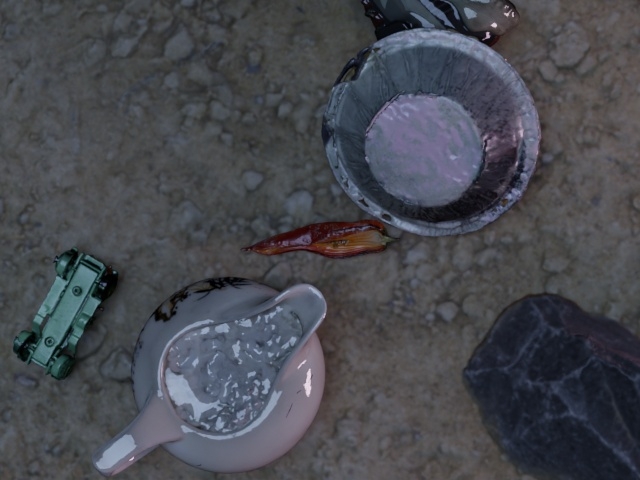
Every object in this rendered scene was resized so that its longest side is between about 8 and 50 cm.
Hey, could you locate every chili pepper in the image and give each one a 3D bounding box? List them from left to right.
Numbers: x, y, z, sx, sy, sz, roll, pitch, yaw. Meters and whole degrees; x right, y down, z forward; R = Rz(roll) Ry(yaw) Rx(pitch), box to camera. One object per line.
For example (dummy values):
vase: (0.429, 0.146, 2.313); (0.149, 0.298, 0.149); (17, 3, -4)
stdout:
chili pepper: (0.000, 0.000, 1.555); (0.178, 0.045, 0.027); (-8, 47, 10)

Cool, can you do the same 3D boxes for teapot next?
teapot: (-0.115, 0.158, 1.511); (0.299, 0.166, 0.208); (-40, 94, -5)

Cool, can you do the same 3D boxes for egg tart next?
egg tart: (0.115, -0.106, 1.481); (0.234, 0.094, 0.234); (4, 112, 9)

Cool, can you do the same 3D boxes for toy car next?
toy car: (-0.285, 0.083, 1.589); (0.073, 0.054, 0.143); (28, 93, 8)

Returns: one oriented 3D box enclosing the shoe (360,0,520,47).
shoe: (0.098, -0.249, 1.524); (0.227, 0.099, 0.112); (21, 98, 9)
